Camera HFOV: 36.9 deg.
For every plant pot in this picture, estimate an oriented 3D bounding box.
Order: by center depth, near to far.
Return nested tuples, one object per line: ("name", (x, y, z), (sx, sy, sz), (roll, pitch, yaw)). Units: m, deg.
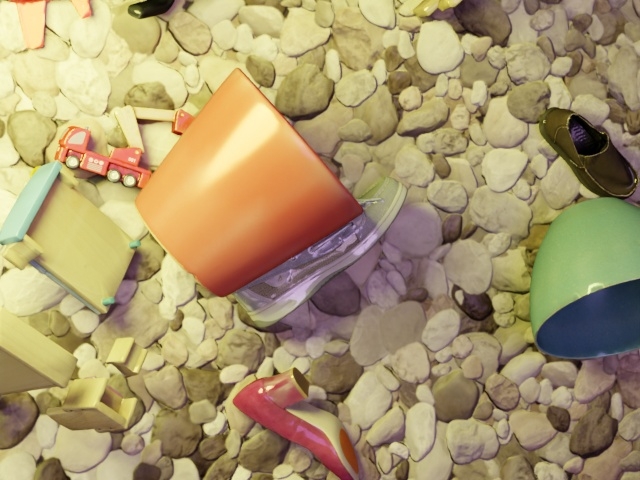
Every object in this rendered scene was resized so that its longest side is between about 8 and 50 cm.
("plant pot", (-0.115, -0.067, 1.386), (0.243, 0.275, 0.275), (-42, 104, 3))
("plant pot", (0.470, 0.045, 1.581), (0.290, 0.290, 0.196), (0, 58, -17))

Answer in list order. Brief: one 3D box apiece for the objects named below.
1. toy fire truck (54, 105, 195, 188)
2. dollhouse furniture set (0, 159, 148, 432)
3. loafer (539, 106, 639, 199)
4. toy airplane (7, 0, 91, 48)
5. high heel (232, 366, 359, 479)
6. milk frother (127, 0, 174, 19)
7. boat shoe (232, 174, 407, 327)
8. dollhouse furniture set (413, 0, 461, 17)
("toy fire truck", (-0.285, -0.149, 1.432), (0.192, 0.047, 0.135), (18, 87, -16))
("dollhouse furniture set", (-0.391, 0.084, 1.407), (0.286, 0.198, 0.304), (45, 48, -36))
("loafer", (0.469, -0.144, 1.646), (0.220, 0.078, 0.080), (36, 83, -16))
("toy airplane", (-0.396, -0.353, 1.396), (0.151, 0.028, 0.151), (-1, 92, -17))
("high heel", (-0.034, 0.314, 1.537), (0.117, 0.082, 0.244), (-26, 118, 17))
("milk frother", (-0.265, -0.407, 1.391), (0.143, 0.135, 0.129), (42, 123, 2))
("boat shoe", (-0.001, 0.001, 1.495), (0.320, 0.118, 0.103), (-39, 102, -2))
("dollhouse furniture set", (0.165, -0.549, 1.359), (0.256, 0.394, 0.362), (-42, 103, -1))
